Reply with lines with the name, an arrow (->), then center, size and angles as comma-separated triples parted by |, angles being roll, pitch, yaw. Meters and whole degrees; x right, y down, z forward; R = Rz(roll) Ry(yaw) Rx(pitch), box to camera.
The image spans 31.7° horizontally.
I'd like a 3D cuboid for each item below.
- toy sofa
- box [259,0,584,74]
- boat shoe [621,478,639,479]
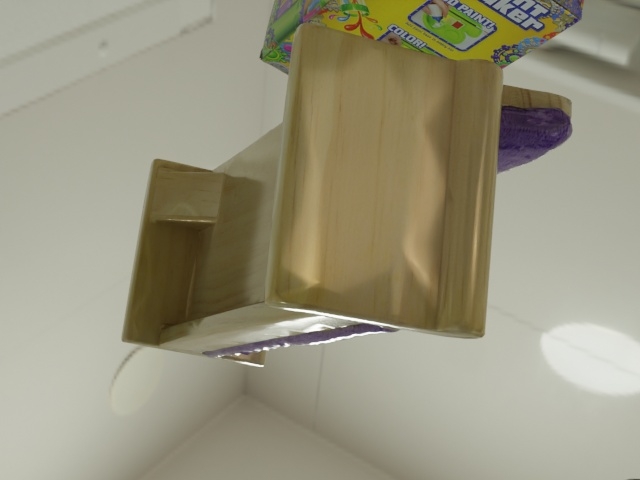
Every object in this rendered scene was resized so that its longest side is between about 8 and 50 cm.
toy sofa -> 0.000, 0.000, 0.735 | 0.177, 0.150, 0.362 | 12, 167, -21
box -> 0.111, -0.306, 1.097 | 0.177, 0.279, 0.290 | 26, -119, -23
boat shoe -> 0.116, 0.188, 0.493 | 0.108, 0.301, 0.102 | 13, -121, 16
